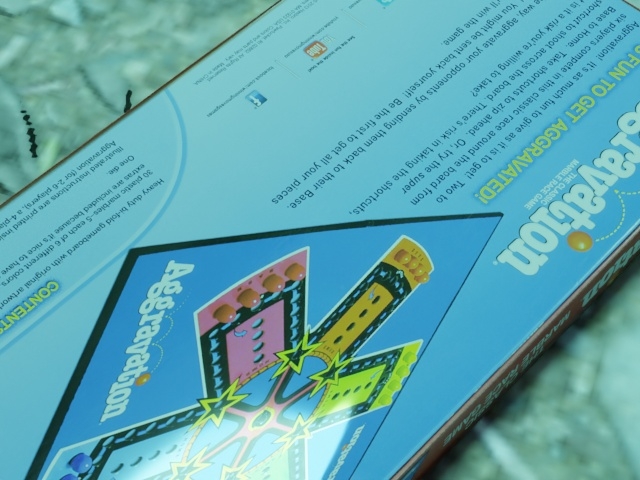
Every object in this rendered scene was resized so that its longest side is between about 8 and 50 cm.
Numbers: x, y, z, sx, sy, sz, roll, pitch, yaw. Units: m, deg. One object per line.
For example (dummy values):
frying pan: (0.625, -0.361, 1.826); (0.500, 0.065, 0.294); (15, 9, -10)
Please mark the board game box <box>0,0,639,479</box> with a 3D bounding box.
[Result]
board game box: (0.000, 0.000, 0.430); (0.145, 0.027, 0.281); (37, 61, 22)
